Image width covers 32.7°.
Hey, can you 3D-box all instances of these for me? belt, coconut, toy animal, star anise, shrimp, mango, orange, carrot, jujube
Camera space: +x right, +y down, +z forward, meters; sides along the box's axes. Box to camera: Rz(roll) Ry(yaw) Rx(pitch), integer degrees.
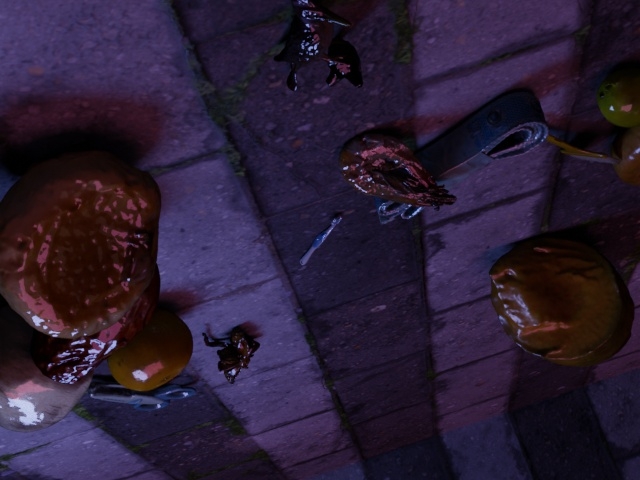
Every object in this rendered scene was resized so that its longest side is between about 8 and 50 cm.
[{"bbox_3d":[0.202,-0.117,1.627,0.302,0.072,0.087,-31,148,29],"label":"belt"},{"bbox_3d":[-0.451,0.198,1.691,0.224,0.224,0.224,-16,157,-7],"label":"coconut"},{"bbox_3d":[-0.009,-0.227,1.234,0.105,0.070,0.202,-1,162,8],"label":"toy animal"},{"bbox_3d":[-0.177,0.208,2.091,0.097,0.070,0.191,-46,155,-5],"label":"star anise"},{"bbox_3d":[0.114,-0.092,1.573,0.190,0.042,0.101,24,124,-16],"label":"shrimp"},{"bbox_3d":[0.474,-0.207,1.631,0.165,0.074,0.091,7,144,-46],"label":"mango"},{"bbox_3d":[-0.296,0.184,1.873,0.154,0.134,0.155,-34,175,-4],"label":"orange"},{"bbox_3d":[0.497,0.128,2.198,0.241,0.242,0.340,-27,158,19],"label":"carrot"},{"bbox_3d":[-0.326,0.097,1.543,0.236,0.168,0.168,-55,147,11],"label":"jujube"}]

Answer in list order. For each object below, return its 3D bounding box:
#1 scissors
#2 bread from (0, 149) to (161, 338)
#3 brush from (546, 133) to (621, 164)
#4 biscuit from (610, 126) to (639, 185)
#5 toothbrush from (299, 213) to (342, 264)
[{"bbox_3d":[-0.370,0.308,2.190,0.138,0.041,0.289,-20,159,24],"label":"scissors"},{"bbox_3d":[-0.307,-0.006,1.368,0.244,0.134,0.245,-18,121,-33],"label":"bread"},{"bbox_3d":[0.388,-0.152,1.732,0.205,0.011,0.083,15,179,-43],"label":"brush"},{"bbox_3d":[0.601,-0.179,1.771,0.274,0.091,0.213,-24,159,18],"label":"biscuit"},{"bbox_3d":[0.000,0.000,1.817,0.017,0.014,0.162,-21,162,-32],"label":"toothbrush"}]
